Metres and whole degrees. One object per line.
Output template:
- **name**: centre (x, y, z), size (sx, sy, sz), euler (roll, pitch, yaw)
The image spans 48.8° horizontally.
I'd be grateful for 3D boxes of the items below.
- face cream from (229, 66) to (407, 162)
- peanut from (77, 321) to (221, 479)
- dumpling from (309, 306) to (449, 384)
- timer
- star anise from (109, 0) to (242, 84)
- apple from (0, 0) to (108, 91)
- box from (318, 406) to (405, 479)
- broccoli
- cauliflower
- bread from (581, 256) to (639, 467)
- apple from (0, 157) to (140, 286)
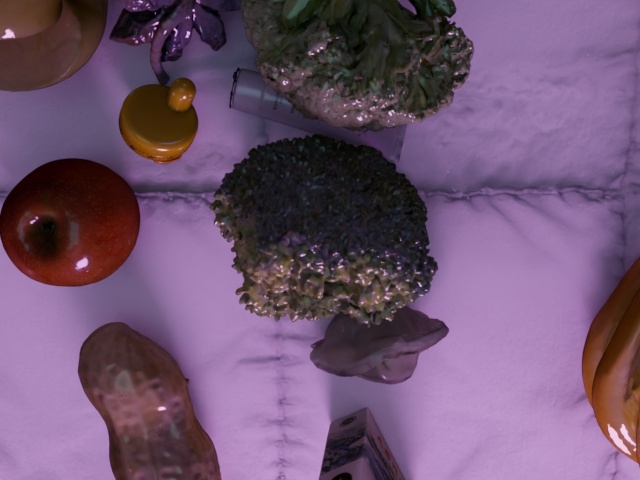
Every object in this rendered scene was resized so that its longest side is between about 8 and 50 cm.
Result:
- **face cream**: centre (-0.001, -0.178, 0.962), size (0.244, 0.058, 0.092), euler (13, 95, -3)
- **peanut**: centre (-0.245, 0.263, 1.013), size (0.149, 0.149, 0.313), euler (-20, 97, 8)
- **dumpling**: centre (0.075, 0.142, 0.967), size (0.199, 0.136, 0.118), euler (-14, 106, 17)
- **timer**: centre (-0.215, -0.165, 0.953), size (0.107, 0.109, 0.107), euler (10, 65, -21)
- **star anise**: centre (-0.180, -0.302, 0.894), size (0.081, 0.230, 0.262), euler (48, 134, 33)
- **apple**: centre (-0.398, -0.328, 0.855), size (0.254, 0.292, 0.292), euler (20, 100, 5)
- **box**: centre (0.066, 0.351, 0.934), size (0.069, 0.256, 0.164), euler (-26, 96, 9)
- **broccoli**: centre (-0.007, -0.011, 0.896), size (0.235, 0.288, 0.260), euler (22, 120, -42)
- **cauliflower**: centre (0.047, -0.261, 0.825), size (0.275, 0.272, 0.250), euler (8, 125, -11)
- **bread**: centre (0.448, 0.144, 0.874), size (0.211, 0.270, 0.315), euler (22, 107, 16)
- **apple**: centre (-0.341, -0.025, 0.959), size (0.181, 0.168, 0.181), euler (2, 98, 11)
